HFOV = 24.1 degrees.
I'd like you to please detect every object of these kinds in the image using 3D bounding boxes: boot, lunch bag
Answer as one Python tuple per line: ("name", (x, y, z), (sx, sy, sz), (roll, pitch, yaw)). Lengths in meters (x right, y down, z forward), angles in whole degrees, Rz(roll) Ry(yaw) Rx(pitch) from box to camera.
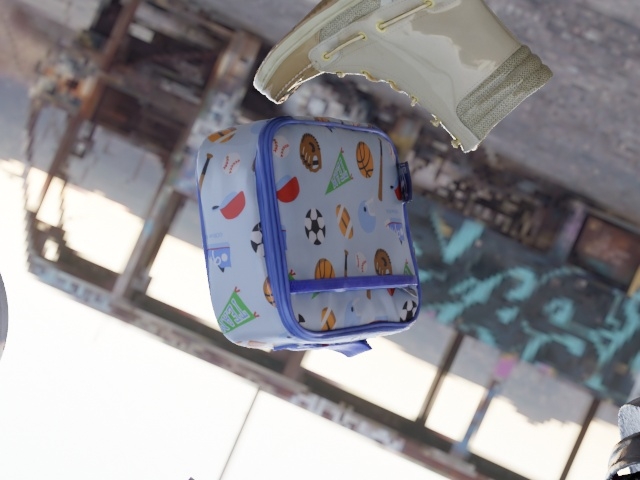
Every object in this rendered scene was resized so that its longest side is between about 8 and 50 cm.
("boot", (0.074, -0.157, 1.431), (0.203, 0.262, 0.095), (49, -143, -6))
("lunch bag", (0.000, 0.000, 1.531), (0.115, 0.243, 0.303), (-13, 173, 31))

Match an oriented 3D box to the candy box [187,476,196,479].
("candy box", (-0.100, 0.367, 1.600), (0.165, 0.070, 0.196), (35, 147, 20))

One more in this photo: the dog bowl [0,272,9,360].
("dog bowl", (-0.503, 0.087, 1.738), (0.265, 0.265, 0.104), (24, -166, 15))

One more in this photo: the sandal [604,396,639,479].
("sandal", (0.383, 0.272, 1.643), (0.446, 0.107, 0.167), (175, 71, -86))
